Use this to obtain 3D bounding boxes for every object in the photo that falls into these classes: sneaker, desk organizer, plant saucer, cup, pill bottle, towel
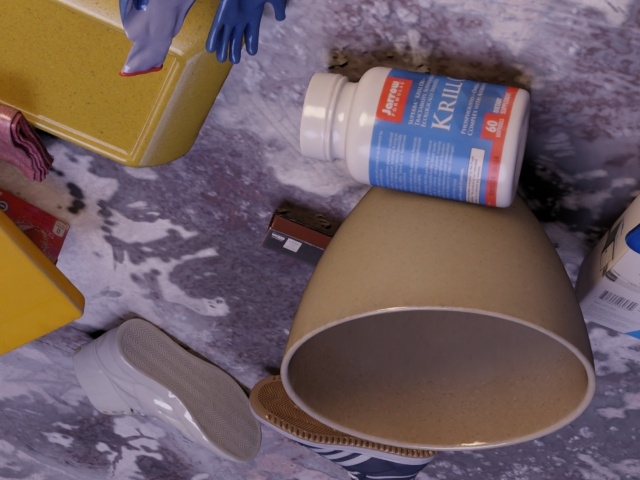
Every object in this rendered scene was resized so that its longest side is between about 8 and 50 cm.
[{"bbox_3d":[0.025,0.289,2.230,0.282,0.099,0.153,16,146,-3],"label":"sneaker"},{"bbox_3d":[-0.230,0.231,2.269,0.292,0.108,0.169,45,141,-21],"label":"sneaker"},{"bbox_3d":[0.000,0.000,1.850,0.130,0.050,0.047,21,147,-6],"label":"desk organizer"},{"bbox_3d":[-0.265,-0.206,1.640,0.333,0.081,0.333,22,147,-9],"label":"plant saucer"},{"bbox_3d":[0.130,0.054,1.674,0.331,0.237,0.331,3,149,2],"label":"cup"},{"bbox_3d":[0.096,-0.110,1.571,0.222,0.124,0.124,10,147,10],"label":"pill bottle"},{"bbox_3d":[-0.475,-0.161,1.749,0.329,0.037,0.237,21,169,4],"label":"towel"}]

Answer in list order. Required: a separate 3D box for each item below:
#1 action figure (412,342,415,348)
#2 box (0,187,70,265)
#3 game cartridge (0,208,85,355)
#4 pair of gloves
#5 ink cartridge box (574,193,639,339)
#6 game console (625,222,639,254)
[{"bbox_3d":[0.096,0.121,1.915,0.091,0.139,0.280,7,144,15],"label":"action figure"},{"bbox_3d":[-0.475,-0.008,1.995,0.257,0.122,0.128,29,146,-18],"label":"box"},{"bbox_3d":[-0.494,0.036,1.874,0.285,0.052,0.323,-25,128,14],"label":"game cartridge"},{"bbox_3d":[-0.111,-0.230,1.482,0.198,0.023,0.159,-14,141,-34],"label":"pair of gloves"},{"bbox_3d":[0.381,0.032,1.690,0.140,0.082,0.190,21,145,-5],"label":"ink cartridge box"},{"bbox_3d":[0.490,-0.043,1.504,0.293,0.250,0.173,21,-171,-6],"label":"game console"}]
